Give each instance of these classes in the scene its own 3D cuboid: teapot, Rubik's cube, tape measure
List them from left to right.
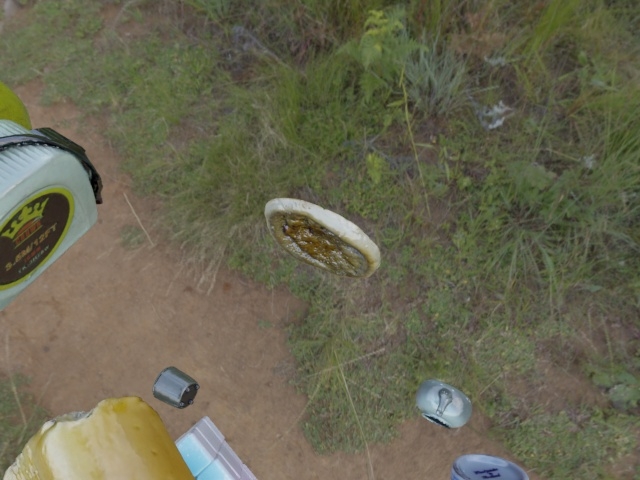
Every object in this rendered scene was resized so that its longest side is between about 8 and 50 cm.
[{"bbox_3d":[-0.348,-0.047,0.538,0.115,0.207,0.235,29,50,1],"label":"tape measure"},{"bbox_3d":[-0.390,0.773,1.447,0.321,0.319,0.316,-39,85,-12],"label":"Rubik's cube"},{"bbox_3d":[0.418,0.568,1.656,0.193,0.294,0.130,23,68,20],"label":"teapot"}]

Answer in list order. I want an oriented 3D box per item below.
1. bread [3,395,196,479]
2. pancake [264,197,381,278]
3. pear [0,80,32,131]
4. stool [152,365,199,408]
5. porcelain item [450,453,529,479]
[{"bbox_3d":[-0.369,0.525,0.887,0.394,0.250,0.361,48,112,20],"label":"bread"},{"bbox_3d":[0.000,0.000,0.514,0.139,0.140,0.022,21,67,16],"label":"pancake"},{"bbox_3d":[-0.526,-0.151,0.680,0.212,0.269,0.213,0,96,-1],"label":"pear"},{"bbox_3d":[-0.399,0.408,1.331,0.110,0.096,0.096,19,61,20],"label":"stool"},{"bbox_3d":[0.326,0.499,0.934,0.147,0.147,0.114,3,93,6],"label":"porcelain item"}]
